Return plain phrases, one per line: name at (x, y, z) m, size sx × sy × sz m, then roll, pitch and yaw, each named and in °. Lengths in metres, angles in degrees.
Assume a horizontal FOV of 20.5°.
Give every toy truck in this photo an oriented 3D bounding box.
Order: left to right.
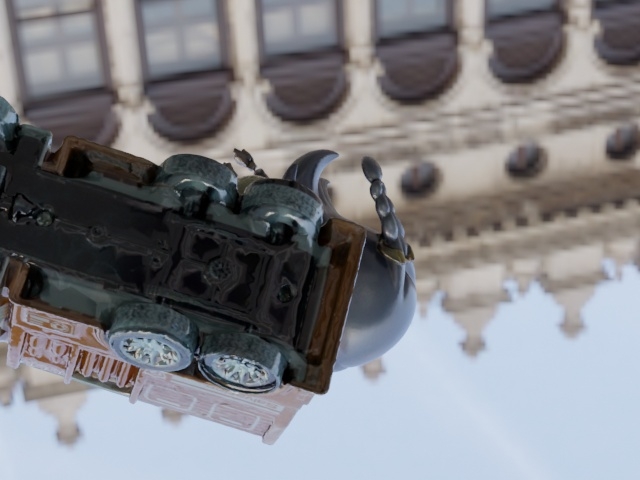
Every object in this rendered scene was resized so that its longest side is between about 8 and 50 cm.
toy truck at (-0.141, 0.024, 1.129) m, size 0.305 × 0.162 × 0.136 m, roll 17°, pitch -120°, yaw -6°

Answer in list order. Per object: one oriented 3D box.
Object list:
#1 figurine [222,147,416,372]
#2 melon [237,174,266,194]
figurine at (0.002, 0.014, 1.972) m, size 0.175 × 0.265 × 0.197 m, roll -35°, pitch -159°, yaw -32°
melon at (-0.076, -0.001, 1.734) m, size 0.098 × 0.098 × 0.131 m, roll 15°, pitch -107°, yaw 22°
